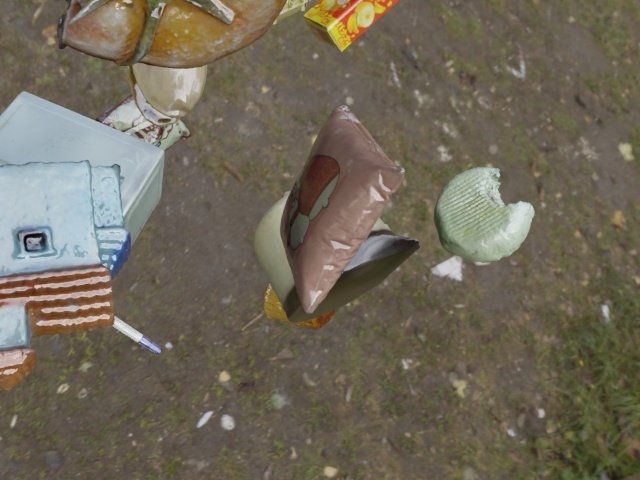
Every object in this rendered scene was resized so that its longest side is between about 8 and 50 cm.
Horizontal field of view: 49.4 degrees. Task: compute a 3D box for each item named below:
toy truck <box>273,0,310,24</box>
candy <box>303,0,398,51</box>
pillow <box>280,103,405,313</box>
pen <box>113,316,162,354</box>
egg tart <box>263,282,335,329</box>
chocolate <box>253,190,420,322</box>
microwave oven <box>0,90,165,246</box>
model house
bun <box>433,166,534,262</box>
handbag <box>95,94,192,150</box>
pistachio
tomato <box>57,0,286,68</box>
[{"bbox_3d":[-0.068,-0.276,0.813,0.063,0.052,0.123,20,42,30],"label":"toy truck"},{"bbox_3d":[0.102,-0.642,1.871,0.276,0.146,0.088,-44,131,-4],"label":"candy"},{"bbox_3d":[0.015,-0.047,0.930,0.084,0.236,0.223,17,27,-24],"label":"pillow"},{"bbox_3d":[-0.466,0.213,1.668,0.204,0.025,0.025,40,53,-24],"label":"pen"},{"bbox_3d":[-0.040,0.146,1.833,0.147,0.203,0.202,27,48,24],"label":"egg tart"},{"bbox_3d":[0.000,0.000,1.611,0.314,0.326,0.297,-22,77,-33],"label":"chocolate"},{"bbox_3d":[-0.567,-0.122,1.570,0.355,0.218,0.286,22,54,-1],"label":"microwave oven"},{"bbox_3d":[-0.435,0.074,1.069,0.294,0.252,0.329,-7,66,-22],"label":"model house"},{"bbox_3d":[0.343,-0.046,1.447,0.126,0.203,0.212,46,40,-50],"label":"bun"},{"bbox_3d":[-0.495,-0.325,1.982,0.235,0.127,0.213,-49,128,-30],"label":"handbag"},{"bbox_3d":[-0.253,-0.292,1.141,0.131,0.129,0.206,3,78,-23],"label":"pistachio"},{"bbox_3d":[-0.095,-0.225,0.532,0.155,0.214,0.181,16,43,-19],"label":"tomato"}]
